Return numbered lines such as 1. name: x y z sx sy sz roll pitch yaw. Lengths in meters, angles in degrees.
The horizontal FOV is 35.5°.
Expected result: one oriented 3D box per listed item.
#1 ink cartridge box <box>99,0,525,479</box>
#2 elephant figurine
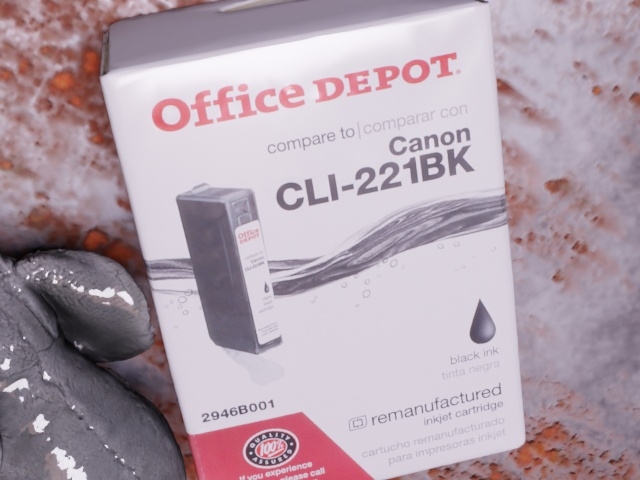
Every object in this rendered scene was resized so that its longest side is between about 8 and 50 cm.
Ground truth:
1. ink cartridge box: 0.000 0.000 0.575 0.197 0.114 0.272 -12 114 -6
2. elephant figurine: -0.176 0.071 0.539 0.186 0.169 0.239 -14 119 1
